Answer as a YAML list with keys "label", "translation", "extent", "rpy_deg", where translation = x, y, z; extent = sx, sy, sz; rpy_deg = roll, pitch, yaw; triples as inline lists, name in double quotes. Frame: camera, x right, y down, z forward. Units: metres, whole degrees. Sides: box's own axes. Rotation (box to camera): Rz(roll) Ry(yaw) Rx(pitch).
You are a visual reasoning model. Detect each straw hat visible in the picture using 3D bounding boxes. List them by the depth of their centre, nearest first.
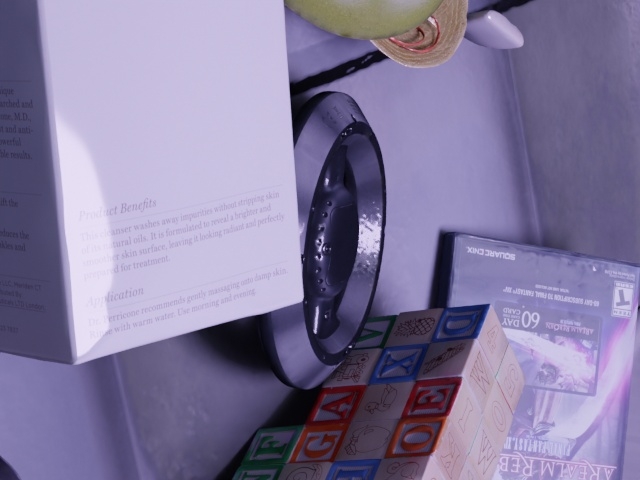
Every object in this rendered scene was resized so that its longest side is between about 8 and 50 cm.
- label: "straw hat"
  translation: [0.049, -0.199, 1.428]
  extent: [0.144, 0.061, 0.144]
  rpy_deg: [10, 73, -34]

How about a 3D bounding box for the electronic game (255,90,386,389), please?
- label: "electronic game"
  translation: [0.000, 0.000, 1.368]
  extent: [0.229, 0.048, 0.229]
  rpy_deg: [7, 90, -70]

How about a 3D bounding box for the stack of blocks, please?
- label: "stack of blocks"
  translation: [0.032, 0.184, 1.372]
  extent: [0.087, 0.171, 0.297]
  rpy_deg: [63, 36, -31]

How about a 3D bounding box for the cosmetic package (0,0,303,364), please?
- label: "cosmetic package"
  translation: [-0.144, -0.130, 1.172]
  extent: [0.217, 0.156, 0.385]
  rpy_deg: [-12, 101, -46]

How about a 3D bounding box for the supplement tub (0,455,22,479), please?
- label: "supplement tub"
  translation: [-0.273, 0.199, 1.102]
  extent: [0.198, 0.106, 0.106]
  rpy_deg: [-24, 111, -43]

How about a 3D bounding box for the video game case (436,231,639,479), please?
- label: "video game case"
  translation: [0.184, 0.142, 1.571]
  extent: [0.196, 0.026, 0.274]
  rpy_deg: [9, 81, -24]

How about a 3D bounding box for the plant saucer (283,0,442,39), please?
- label: "plant saucer"
  translation: [0.027, -0.274, 1.368]
  extent: [0.241, 0.037, 0.241]
  rpy_deg: [10, 73, -34]

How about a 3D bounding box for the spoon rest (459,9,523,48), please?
- label: "spoon rest"
  translation: [0.137, -0.290, 1.520]
  extent: [0.137, 0.084, 0.276]
  rpy_deg: [32, 58, -45]

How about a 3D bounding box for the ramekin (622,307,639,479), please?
- label: "ramekin"
  translation: [0.399, 0.197, 1.789]
  extent: [0.277, 0.135, 0.277]
  rpy_deg: [-7, 99, -46]
